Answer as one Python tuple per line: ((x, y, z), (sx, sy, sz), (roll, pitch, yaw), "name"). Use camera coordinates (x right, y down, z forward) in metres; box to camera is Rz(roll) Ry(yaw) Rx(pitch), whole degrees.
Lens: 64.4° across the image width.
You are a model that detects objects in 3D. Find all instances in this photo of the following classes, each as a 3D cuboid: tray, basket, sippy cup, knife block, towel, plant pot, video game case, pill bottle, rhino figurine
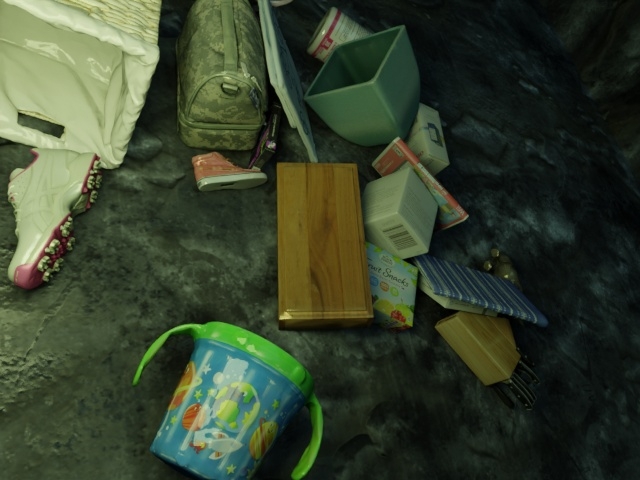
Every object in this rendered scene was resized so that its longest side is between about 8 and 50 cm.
((0.000, 0.000, 1.189), (0.202, 0.076, 0.411), (0, 61, -6), "tray")
((-0.495, -0.364, 0.961), (0.328, 0.331, 0.267), (16, 50, -27), "basket")
((-0.159, 0.295, 0.868), (0.305, 0.240, 0.224), (15, 58, 22), "sippy cup")
((0.450, 0.324, 1.343), (0.275, 0.088, 0.242), (13, 56, -28), "knife block")
((0.412, 0.130, 1.355), (0.335, 0.040, 0.243), (17, 19, -13), "towel")
((0.152, -0.412, 1.465), (0.252, 0.247, 0.247), (50, 54, -36), "plant pot")
((0.274, -0.148, 1.440), (0.025, 0.204, 0.285), (-42, 90, -15), "video game case")
((0.112, -0.592, 1.618), (0.283, 0.160, 0.160), (28, 51, -17), "pill bottle")
((0.575, 0.146, 1.544), (0.106, 0.073, 0.243), (9, 59, -52), "rhino figurine")

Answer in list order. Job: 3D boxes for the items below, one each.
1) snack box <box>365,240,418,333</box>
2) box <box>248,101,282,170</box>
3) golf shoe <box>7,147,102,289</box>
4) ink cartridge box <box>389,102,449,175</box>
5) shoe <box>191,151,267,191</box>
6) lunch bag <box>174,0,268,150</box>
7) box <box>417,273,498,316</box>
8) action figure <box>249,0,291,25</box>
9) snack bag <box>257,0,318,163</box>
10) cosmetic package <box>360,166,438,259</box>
((0.138, 0.109, 1.271), (0.207, 0.070, 0.175), (28, 53, -18), "snack box")
((-0.140, -0.251, 1.268), (0.029, 0.116, 0.162), (21, 52, -21), "box")
((-0.505, -0.050, 0.915), (0.140, 0.115, 0.306), (16, 48, -13), "golf shoe")
((0.296, -0.288, 1.563), (0.093, 0.154, 0.213), (16, 54, -28), "ink cartridge box")
((-0.213, -0.167, 1.201), (0.177, 0.063, 0.081), (-10, 74, -33), "shoe")
((-0.226, -0.390, 1.176), (0.212, 0.256, 0.305), (0, 64, -17), "lunch bag")
((0.369, 0.148, 1.373), (0.186, 0.038, 0.145), (12, 15, -27), "box")
((-0.293, -0.690, 1.342), (0.370, 0.275, 0.248), (48, 52, -19), "action figure")
((-0.086, -0.413, 1.323), (0.037, 0.342, 0.323), (-16, 65, 8), "snack bag")
((0.198, -0.064, 1.339), (0.151, 0.151, 0.184), (48, 44, -26), "cosmetic package")
